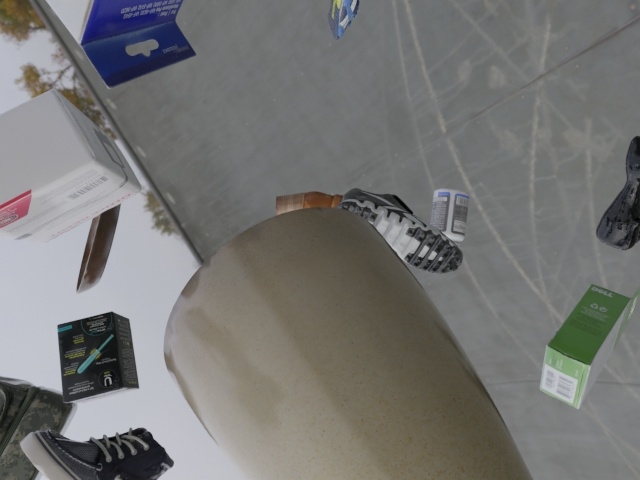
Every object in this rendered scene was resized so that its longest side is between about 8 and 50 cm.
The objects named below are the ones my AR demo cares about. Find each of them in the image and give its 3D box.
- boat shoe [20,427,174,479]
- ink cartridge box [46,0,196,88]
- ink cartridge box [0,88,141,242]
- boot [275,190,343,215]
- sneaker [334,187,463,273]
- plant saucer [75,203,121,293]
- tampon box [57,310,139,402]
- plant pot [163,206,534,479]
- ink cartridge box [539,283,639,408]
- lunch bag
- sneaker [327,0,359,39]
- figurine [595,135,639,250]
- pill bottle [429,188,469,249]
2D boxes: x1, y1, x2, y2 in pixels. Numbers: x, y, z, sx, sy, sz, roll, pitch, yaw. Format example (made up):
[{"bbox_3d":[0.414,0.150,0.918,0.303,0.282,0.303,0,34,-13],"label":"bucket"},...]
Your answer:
[{"bbox_3d":[-0.425,0.422,0.996,0.127,0.158,0.340,29,151,33],"label":"boat shoe"},{"bbox_3d":[-0.244,-0.326,0.488,0.332,0.065,0.165,56,-146,-17],"label":"ink cartridge box"},{"bbox_3d":[-0.359,-0.083,0.662,0.100,0.172,0.237,60,172,-1],"label":"ink cartridge box"},{"bbox_3d":[0.000,0.000,0.929,0.073,0.153,0.197,-87,-4,-52],"label":"boot"},{"bbox_3d":[0.134,-0.027,0.838,0.234,0.078,0.106,24,-144,-7],"label":"sneaker"},{"bbox_3d":[-0.574,-0.009,1.305,0.050,0.310,0.310,16,-165,-26],"label":"plant saucer"},{"bbox_3d":[-0.466,0.247,1.052,0.101,0.121,0.160,89,168,-72],"label":"tampon box"},{"bbox_3d":[0.033,0.148,0.422,0.274,0.257,0.256,47,168,45],"label":"plant pot"},{"bbox_3d":[0.417,0.142,0.769,0.062,0.209,0.108,25,142,38],"label":"ink cartridge box"},{"bbox_3d":[-0.738,0.454,1.119,0.256,0.305,0.212,26,158,-12],"label":"lunch bag"},{"bbox_3d":[0.051,-0.479,1.050,0.144,0.059,0.053,114,133,-72],"label":"sneaker"},{"bbox_3d":[0.603,-0.052,0.876,0.215,0.093,0.209,-120,18,-53],"label":"figurine"},{"bbox_3d":[0.278,-0.039,1.092,0.078,0.078,0.137,143,136,-84],"label":"pill bottle"}]
